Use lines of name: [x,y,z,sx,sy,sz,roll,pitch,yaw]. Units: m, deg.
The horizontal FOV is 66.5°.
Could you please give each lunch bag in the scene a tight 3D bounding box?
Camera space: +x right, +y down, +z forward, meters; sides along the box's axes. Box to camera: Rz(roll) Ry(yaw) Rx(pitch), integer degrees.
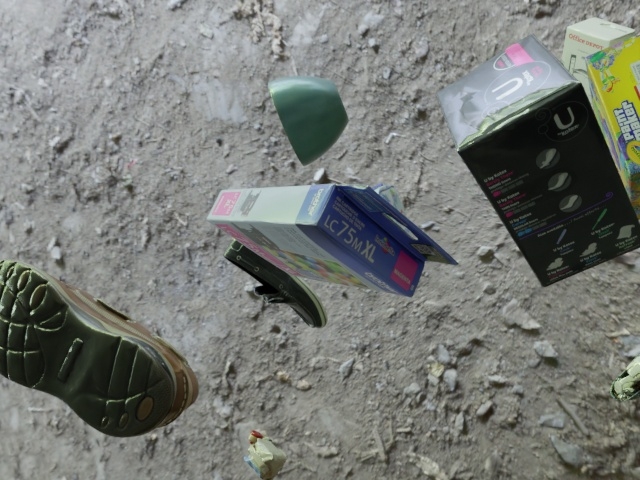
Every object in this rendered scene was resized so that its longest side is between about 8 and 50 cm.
lunch bag: [0.141,-0.037,1.098,0.090,0.219,0.176,-18,95,20]

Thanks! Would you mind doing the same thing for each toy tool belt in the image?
toy tool belt: [-0.088,0.315,0.701,0.083,0.052,0.051,14,77,54]

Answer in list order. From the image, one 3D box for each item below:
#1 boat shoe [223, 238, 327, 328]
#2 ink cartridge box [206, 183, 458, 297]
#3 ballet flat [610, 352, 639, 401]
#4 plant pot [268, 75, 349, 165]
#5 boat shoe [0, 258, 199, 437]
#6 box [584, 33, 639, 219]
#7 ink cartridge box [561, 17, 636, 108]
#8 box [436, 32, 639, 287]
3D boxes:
boat shoe: [-0.162,0.164,1.780,0.500,0.156,0.187,50,157,-22]
ink cartridge box: [0.000,0.000,0.644,0.311,0.186,0.065,2,62,50]
ballet flat: [0.696,0.299,1.071,0.070,0.070,0.188,21,136,22]
plant pot: [-0.022,-0.413,1.586,0.195,0.290,0.290,-22,82,6]
boat shoe: [-0.285,0.129,0.591,0.324,0.120,0.123,27,86,22]
box: [0.706,-0.235,1.028,0.177,0.279,0.290,-18,63,28]
ink cartridge box: [0.712,-0.454,1.277,0.086,0.203,0.148,-22,41,-10]
box: [0.286,-0.096,0.639,0.143,0.165,0.270,-29,124,23]
